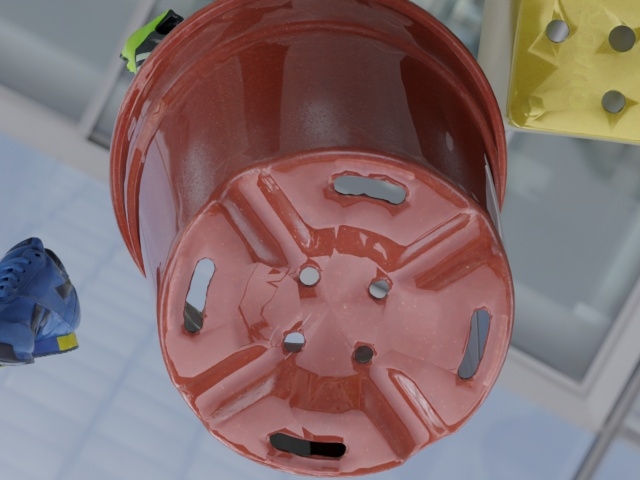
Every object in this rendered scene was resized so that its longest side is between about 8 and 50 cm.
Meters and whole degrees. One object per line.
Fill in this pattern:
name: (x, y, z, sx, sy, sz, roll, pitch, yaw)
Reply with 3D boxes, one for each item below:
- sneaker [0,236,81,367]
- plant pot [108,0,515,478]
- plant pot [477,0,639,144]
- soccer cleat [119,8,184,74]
sneaker: (-0.209, 0.041, 1.268, 0.069, 0.082, 0.209, -4, -178, 9)
plant pot: (0.000, 0.000, 1.204, 0.272, 0.272, 0.265, 25, -163, -12)
plant pot: (0.220, -0.161, 1.420, 0.212, 0.212, 0.187, 7, -163, 6)
soccer cleat: (-0.131, -0.145, 1.760, 0.060, 0.072, 0.179, 35, -161, -40)
